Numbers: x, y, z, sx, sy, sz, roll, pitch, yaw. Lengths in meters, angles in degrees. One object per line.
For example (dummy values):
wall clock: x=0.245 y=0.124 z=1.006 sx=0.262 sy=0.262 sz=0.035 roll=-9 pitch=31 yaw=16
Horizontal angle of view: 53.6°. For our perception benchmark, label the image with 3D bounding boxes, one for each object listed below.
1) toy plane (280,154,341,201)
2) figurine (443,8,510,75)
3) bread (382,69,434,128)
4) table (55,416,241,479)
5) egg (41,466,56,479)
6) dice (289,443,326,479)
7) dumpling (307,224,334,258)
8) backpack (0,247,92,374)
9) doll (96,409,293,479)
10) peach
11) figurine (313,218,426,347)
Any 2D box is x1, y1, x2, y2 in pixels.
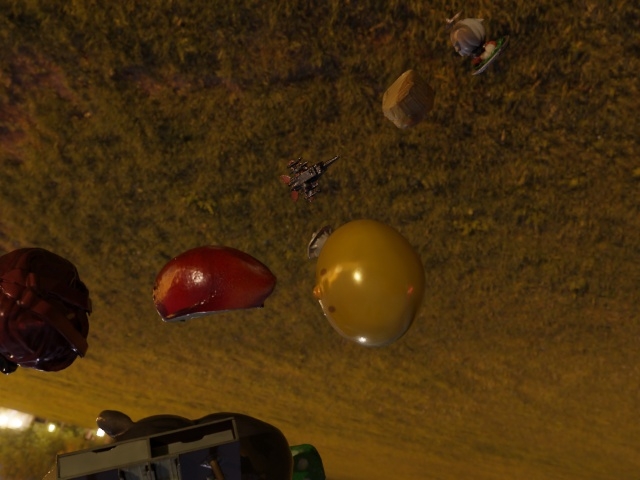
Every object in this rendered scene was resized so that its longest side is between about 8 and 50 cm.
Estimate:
toy plane: x=-0.023 y=-0.189 z=1.779 sx=0.189 sy=0.130 sz=0.061 roll=-31 pitch=175 yaw=31
figurine: x=0.380 y=-0.510 z=1.588 sx=0.153 sy=0.132 sz=0.132 roll=40 pitch=154 yaw=-9
bread: x=0.247 y=-0.390 z=1.774 sx=0.106 sy=0.236 sz=0.140 roll=43 pitch=114 yaw=-15
table: x=-0.224 y=0.345 z=0.868 sx=0.240 sy=0.111 sz=0.122 roll=-9 pitch=131 yaw=-14
egg: x=-0.587 y=0.602 z=1.501 sx=0.164 sy=0.201 sz=0.164 roll=14 pitch=122 yaw=24
dice: x=-0.069 y=0.644 z=1.760 sx=0.130 sy=0.120 sz=0.128 roll=-14 pitch=175 yaw=-31
dumpling: x=-0.002 y=-0.001 z=1.343 sx=0.052 sy=0.076 sz=0.057 roll=-129 pitch=16 yaw=-66
backpack: x=-0.497 y=0.116 z=1.105 sx=0.138 sy=0.229 sz=0.229 roll=0 pitch=155 yaw=16
doll: x=-0.225 y=0.462 z=1.064 sx=0.378 sy=0.383 sz=0.252 roll=-5 pitch=149 yaw=-5
peach: x=-0.235 y=0.089 z=1.346 sx=0.267 sy=0.159 sz=0.154 roll=-10 pitch=178 yaw=21
figurine: x=0.081 y=0.074 z=1.139 sx=0.187 sy=0.215 sz=0.344 roll=-19 pitch=178 yaw=-1
